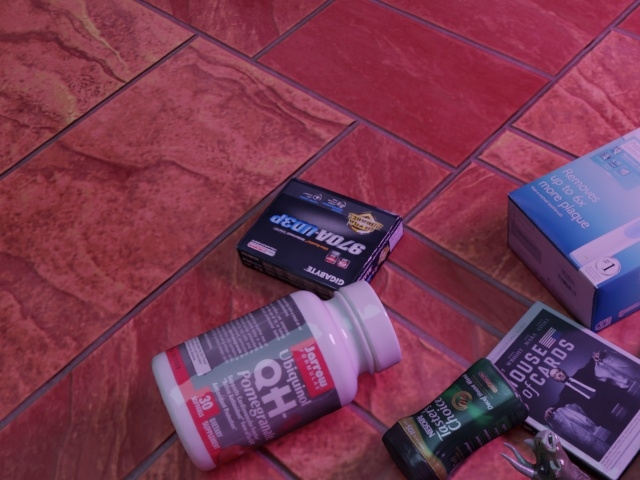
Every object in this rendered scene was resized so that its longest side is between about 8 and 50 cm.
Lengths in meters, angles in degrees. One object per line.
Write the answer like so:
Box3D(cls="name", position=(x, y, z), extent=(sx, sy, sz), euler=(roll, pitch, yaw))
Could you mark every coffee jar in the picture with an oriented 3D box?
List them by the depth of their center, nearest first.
Box3D(cls="coffee jar", position=(0.176, 0.245, 1.161), extent=(0.184, 0.079, 0.096), euler=(-37, 52, -3))

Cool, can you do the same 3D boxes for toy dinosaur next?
Box3D(cls="toy dinosaur", position=(0.328, 0.381, 1.033), extent=(0.160, 0.121, 0.313), euler=(-16, 53, 14))

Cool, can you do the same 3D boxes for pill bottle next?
Box3D(cls="pill bottle", position=(-0.057, 0.176, 1.220), extent=(0.318, 0.176, 0.176), euler=(-24, 50, -8))

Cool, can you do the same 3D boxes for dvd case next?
Box3D(cls="dvd case", position=(0.348, 0.203, 1.211), extent=(0.239, 0.029, 0.179), euler=(32, 63, 31))

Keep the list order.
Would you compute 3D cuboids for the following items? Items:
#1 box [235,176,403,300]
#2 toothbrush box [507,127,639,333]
Box3D(cls="box", position=(0.000, 0.000, 1.436), extent=(0.220, 0.051, 0.175), euler=(22, 59, 26))
Box3D(cls="toothbrush box", position=(0.463, -0.028, 1.316), extent=(0.295, 0.126, 0.216), euler=(-25, 50, -11))
